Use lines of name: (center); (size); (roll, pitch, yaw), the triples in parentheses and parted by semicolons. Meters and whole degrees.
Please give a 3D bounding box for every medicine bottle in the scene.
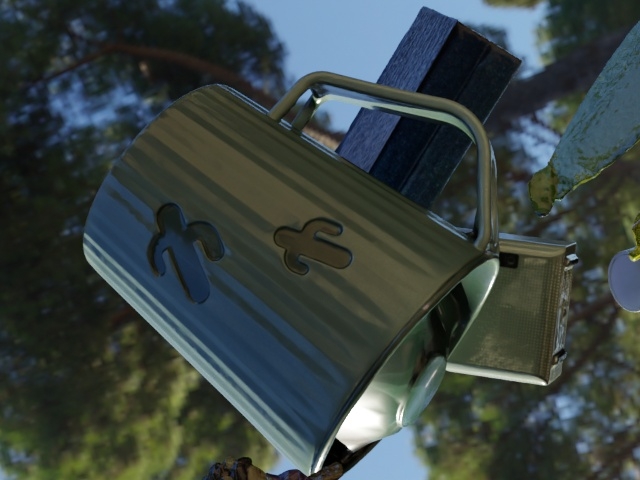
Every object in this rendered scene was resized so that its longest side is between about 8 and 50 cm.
medicine bottle: (0.636, 0.043, 2.383); (0.296, 0.111, 0.161); (-13, -98, -32)

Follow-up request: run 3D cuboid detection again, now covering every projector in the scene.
projector: (0.194, 0.075, 1.755); (0.163, 0.242, 0.177); (-6, -76, -75)

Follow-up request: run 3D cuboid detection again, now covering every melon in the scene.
melon: (0.250, -0.113, 1.027); (0.053, 0.262, 0.114); (40, -176, -27)

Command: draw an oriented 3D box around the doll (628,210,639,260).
doll: (0.414, -0.035, 1.504); (0.081, 0.207, 0.129); (53, 164, 15)

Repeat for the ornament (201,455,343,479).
ornament: (0.006, 0.213, 1.096); (0.203, 0.081, 0.088); (22, -112, -31)

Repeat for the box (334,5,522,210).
box: (0.133, -0.167, 1.909); (0.116, 0.279, 0.261); (30, -171, -14)

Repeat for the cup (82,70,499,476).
cup: (-0.005, 0.015, 1.550); (0.392, 0.310, 0.401); (38, -120, 15)
